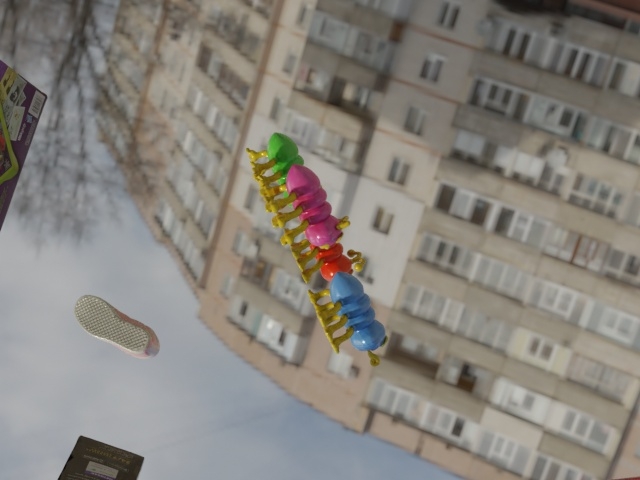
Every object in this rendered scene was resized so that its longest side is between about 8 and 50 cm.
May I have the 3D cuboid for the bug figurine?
[{"bbox_3d":[0.000,0.000,1.259,0.072,0.216,0.279,-26,-158,0],"label":"bug figurine"}]

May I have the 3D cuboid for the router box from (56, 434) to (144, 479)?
[{"bbox_3d":[-0.279,0.388,1.234,0.081,0.308,0.243,20,-168,-4],"label":"router box"}]

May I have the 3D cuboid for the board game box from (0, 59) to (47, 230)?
[{"bbox_3d":[-0.507,-0.091,1.695,0.056,0.346,0.208,12,166,19],"label":"board game box"}]

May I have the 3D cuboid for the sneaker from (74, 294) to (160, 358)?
[{"bbox_3d":[-0.281,0.125,1.687,0.134,0.051,0.070,28,172,22],"label":"sneaker"}]

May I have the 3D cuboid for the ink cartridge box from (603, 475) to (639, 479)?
[{"bbox_3d":[0.090,0.224,0.644,0.218,0.158,0.092,-14,134,36],"label":"ink cartridge box"}]
